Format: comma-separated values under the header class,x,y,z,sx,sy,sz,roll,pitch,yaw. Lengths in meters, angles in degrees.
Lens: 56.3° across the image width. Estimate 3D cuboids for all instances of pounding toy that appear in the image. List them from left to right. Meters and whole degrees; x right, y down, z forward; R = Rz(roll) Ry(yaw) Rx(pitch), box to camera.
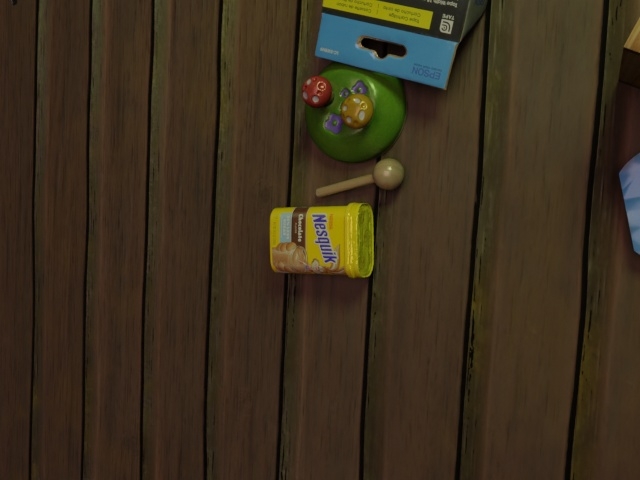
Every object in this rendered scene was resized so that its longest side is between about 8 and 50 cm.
class,x,y,z,sx,sy,sz,roll,pitch,yaw
pounding toy,0.041,-0.195,0.982,0.183,0.110,0.236,-5,90,26

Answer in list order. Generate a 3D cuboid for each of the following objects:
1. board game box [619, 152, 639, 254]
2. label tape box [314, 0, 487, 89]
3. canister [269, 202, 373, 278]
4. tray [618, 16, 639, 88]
class,x,y,z,sx,sy,sz,roll,pitch,yaw
board game box,0.490,-0.053,0.820,0.133,0.033,0.168,-12,92,20
label tape box,0.139,-0.429,0.915,0.241,0.106,0.333,22,119,23
canister,0.000,0.000,1.031,0.170,0.073,0.126,0,92,27
tray,0.496,-0.388,0.706,0.076,0.203,0.410,29,104,21
